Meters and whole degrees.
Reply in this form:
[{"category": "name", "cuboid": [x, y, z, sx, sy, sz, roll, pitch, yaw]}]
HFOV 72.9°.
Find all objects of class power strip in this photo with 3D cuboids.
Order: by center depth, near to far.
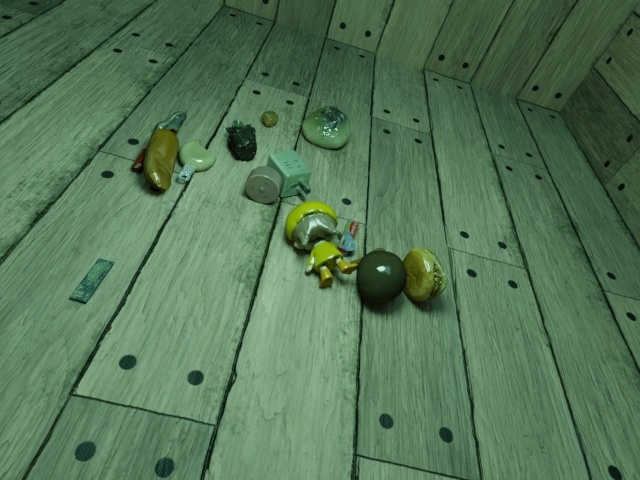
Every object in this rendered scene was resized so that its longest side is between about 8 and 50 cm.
[{"category": "power strip", "cuboid": [-0.241, -0.235, 1.850, 0.154, 0.154, 0.078, 16, 41, -5]}, {"category": "power strip", "cuboid": [-0.132, -0.280, 1.940, 0.140, 0.139, 0.224, -16, 55, -33]}]

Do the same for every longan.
[{"category": "longan", "cuboid": [0.230, 0.133, 1.639, 0.196, 0.197, 0.220, 18, 32, -3]}]

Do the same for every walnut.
[{"category": "walnut", "cuboid": [-0.268, -0.642, 2.286, 0.096, 0.082, 0.079, -32, 92, -42]}]

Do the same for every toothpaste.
[{"category": "toothpaste", "cuboid": [0.124, -0.010, 1.841, 0.070, 0.044, 0.193, 23, 44, 1]}]

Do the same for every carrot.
[{"category": "carrot", "cuboid": [0.193, 0.074, 1.788, 0.191, 0.047, 0.047, -21, 57, -30]}]

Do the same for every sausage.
[{"category": "sausage", "cuboid": [-0.668, -0.331, 1.803, 0.116, 0.134, 0.354, -16, 46, 9]}]

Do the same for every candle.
[{"category": "candle", "cuboid": [-0.753, -0.349, 1.844, 0.053, 0.048, 0.162, -14, 46, 26]}]

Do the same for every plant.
[{"category": "plant", "cuboid": [-0.370, -0.480, 2.053, 0.142, 0.131, 0.203, -13, 52, -26]}]

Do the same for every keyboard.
[{"category": "keyboard", "cuboid": [-0.742, 0.127, 1.412, 0.055, 0.014, 0.176, 15, 44, -1]}]

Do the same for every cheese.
[{"category": "cheese", "cuboid": [-0.572, -0.350, 1.896, 0.163, 0.071, 0.249, 31, 46, 10]}]

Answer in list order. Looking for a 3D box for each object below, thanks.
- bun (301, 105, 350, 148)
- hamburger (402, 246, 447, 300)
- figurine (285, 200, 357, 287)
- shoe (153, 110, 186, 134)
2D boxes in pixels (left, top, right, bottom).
[{"category": "bun", "cuboid": [0.038, -0.612, 2.308, 0.272, 0.168, 0.273, 6, 52, -8]}, {"category": "hamburger", "cuboid": [0.398, 0.135, 1.693, 0.108, 0.214, 0.214, 1, 47, -22]}, {"category": "figurine", "cuboid": [0.000, 0.000, 1.701, 0.215, 0.187, 0.344, -20, 63, -19]}, {"category": "shoe", "cuboid": [-0.690, -0.538, 2.041, 0.077, 0.074, 0.194, 39, 48, 1]}]
